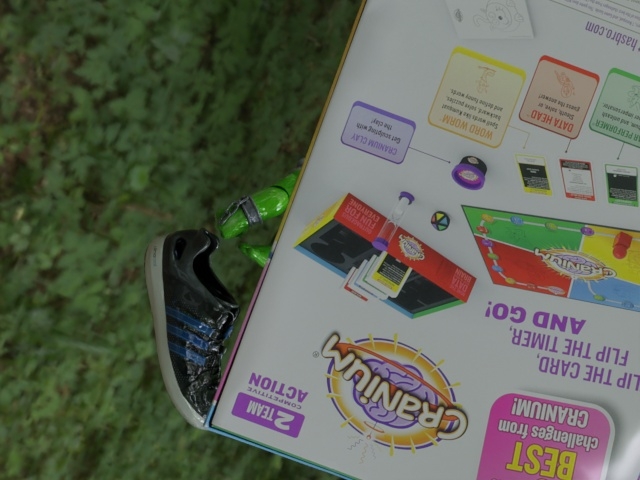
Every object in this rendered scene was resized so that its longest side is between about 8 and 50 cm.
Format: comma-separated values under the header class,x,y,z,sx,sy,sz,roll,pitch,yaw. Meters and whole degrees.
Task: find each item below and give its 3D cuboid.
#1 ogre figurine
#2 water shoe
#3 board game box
class,x,y,z,sx,sy,sz,roll,pitch,yaw
ogre figurine,0.000,0.000,0.905,0.118,0.197,0.097,-54,166,-5
water shoe,-0.119,0.088,0.888,0.073,0.080,0.203,-11,86,-75
board game box,0.100,-0.003,0.511,0.064,0.242,0.317,-83,-166,-87
